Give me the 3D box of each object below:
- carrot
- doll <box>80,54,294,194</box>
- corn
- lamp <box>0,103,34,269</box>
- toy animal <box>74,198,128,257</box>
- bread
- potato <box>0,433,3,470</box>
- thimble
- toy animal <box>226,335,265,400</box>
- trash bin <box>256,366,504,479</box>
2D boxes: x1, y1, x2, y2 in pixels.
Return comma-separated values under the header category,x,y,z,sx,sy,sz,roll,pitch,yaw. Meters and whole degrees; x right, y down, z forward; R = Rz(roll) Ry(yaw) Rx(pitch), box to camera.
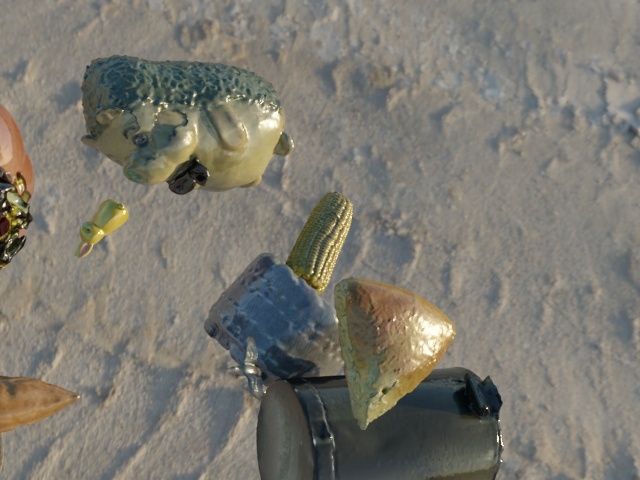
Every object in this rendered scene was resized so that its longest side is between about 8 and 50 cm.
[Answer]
category,x,y,z,sx,sy,sz,roll,pitch,yaw
carrot,-0.317,0.143,0.754,0.205,0.072,0.072,-4,57,-9
doll,-0.224,-0.186,1.407,0.350,0.247,0.247,14,49,-39
corn,0.000,0.000,1.428,0.080,0.080,0.231,27,47,-4
lamp,-0.468,-0.049,1.025,0.240,0.305,0.305,19,47,19
toy animal,-0.526,-0.027,2.015,0.070,0.083,0.159,47,72,-18
bread,0.084,0.104,0.867,0.136,0.054,0.154,-13,106,-32
potato,-0.510,0.291,1.266,0.080,0.107,0.170,10,33,-26
thimble,-0.061,0.145,1.383,0.172,0.236,0.205,-48,47,-2
toy animal,-0.094,0.158,1.052,0.050,0.028,0.084,-6,69,-25
trash bin,0.082,0.289,1.231,0.302,0.252,0.202,-1,51,-26
